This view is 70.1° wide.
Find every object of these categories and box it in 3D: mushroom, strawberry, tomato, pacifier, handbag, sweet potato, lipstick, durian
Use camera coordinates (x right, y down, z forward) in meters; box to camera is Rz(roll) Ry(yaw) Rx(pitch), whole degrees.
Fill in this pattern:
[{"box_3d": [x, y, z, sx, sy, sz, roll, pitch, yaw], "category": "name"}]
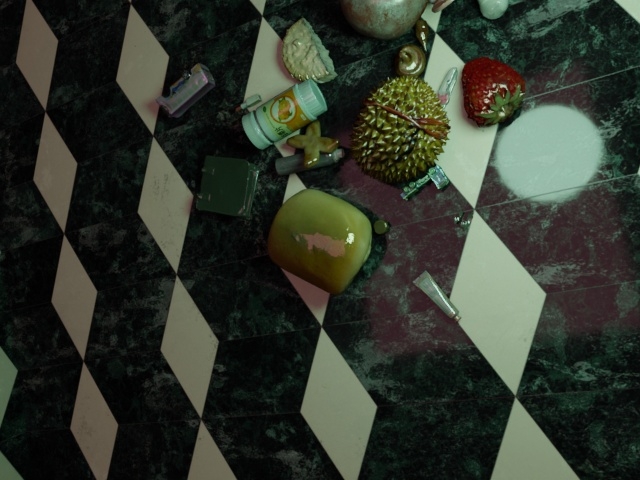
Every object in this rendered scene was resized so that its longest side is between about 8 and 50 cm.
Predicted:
[{"box_3d": [0.325, -0.652, 1.671, 0.109, 0.085, 0.126, 13, 94, -14], "category": "mushroom"}, {"box_3d": [0.565, -0.519, 1.542, 0.205, 0.205, 0.244, -32, 57, 19], "category": "strawberry"}, {"box_3d": [0.225, -0.870, 1.600, 0.317, 0.283, 0.316, -3, 81, 20], "category": "tomato"}, {"box_3d": [0.510, -0.873, 1.523, 0.273, 0.220, 0.332, 34, 79, 18], "category": "pacifier"}, {"box_3d": [-0.409, -0.233, 1.966, 0.260, 0.079, 0.247, 12, 94, 22], "category": "handbag"}, {"box_3d": [0.375, -0.748, 1.669, 0.049, 0.049, 0.117, -11, 92, 21], "category": "sweet potato"}, {"box_3d": [-0.313, -0.584, 1.951, 0.129, 0.030, 0.030, -22, 82, 20], "category": "lipstick"}, {"box_3d": [0.267, -0.378, 1.576, 0.348, 0.347, 0.384, 30, 143, 19], "category": "durian"}]

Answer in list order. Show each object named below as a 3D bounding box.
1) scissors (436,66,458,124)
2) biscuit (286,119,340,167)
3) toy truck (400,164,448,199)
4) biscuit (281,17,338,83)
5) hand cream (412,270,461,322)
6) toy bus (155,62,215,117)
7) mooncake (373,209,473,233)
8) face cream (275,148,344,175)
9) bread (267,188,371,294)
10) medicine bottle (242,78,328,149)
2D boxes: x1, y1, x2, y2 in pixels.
[{"box_3d": [0.438, -0.509, 1.653, 0.118, 0.030, 0.242, 25, 103, 20], "category": "scissors"}, {"box_3d": [-0.030, -0.378, 1.777, 0.164, 0.047, 0.207, -37, 48, 2], "category": "biscuit"}, {"box_3d": [0.378, -0.195, 1.658, 0.175, 0.067, 0.081, -36, 79, 18], "category": "toy truck"}, {"box_3d": [-0.062, -0.732, 1.822, 0.179, 0.084, 0.281, -33, 79, 18], "category": "biscuit"}, {"box_3d": [0.428, 0.209, 1.658, 0.067, 0.043, 0.209, -44, 70, 14], "category": "hand cream"}, {"box_3d": [-0.603, -0.665, 2.037, 0.274, 0.090, 0.112, -32, 85, 20], "category": "toy bus"}, {"box_3d": [0.368, -0.065, 1.669, 0.347, 0.057, 0.150, 13, 107, 18], "category": "mooncake"}, {"box_3d": [-0.043, -0.320, 1.822, 0.284, 0.073, 0.073, -9, 87, 22], "category": "face cream"}, {"box_3d": [0.000, 0.000, 1.714, 0.376, 0.253, 0.347, 29, 97, 18], "category": "bread"}, {"box_3d": [-0.140, -0.503, 1.815, 0.318, 0.158, 0.158, -26, 81, 20], "category": "medicine bottle"}]
